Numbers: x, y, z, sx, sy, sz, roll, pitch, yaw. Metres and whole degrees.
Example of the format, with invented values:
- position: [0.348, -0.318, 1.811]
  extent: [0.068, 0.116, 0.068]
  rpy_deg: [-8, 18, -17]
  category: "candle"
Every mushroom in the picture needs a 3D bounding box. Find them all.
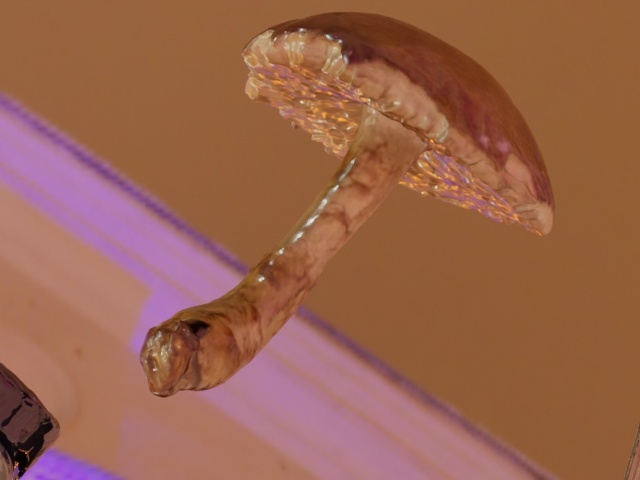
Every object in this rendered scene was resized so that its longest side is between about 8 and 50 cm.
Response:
- position: [-0.010, -0.032, 1.330]
  extent: [0.302, 0.208, 0.233]
  rpy_deg: [-27, -16, -6]
  category: "mushroom"

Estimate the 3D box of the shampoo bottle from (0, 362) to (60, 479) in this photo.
- position: [-0.324, 0.242, 1.390]
  extent: [0.078, 0.134, 0.359]
  rpy_deg: [37, -106, 16]
  category: "shampoo bottle"

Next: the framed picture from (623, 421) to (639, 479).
- position: [0.252, 0.328, 1.775]
  extent: [0.016, 0.216, 0.273]
  rpy_deg: [13, -61, 12]
  category: "framed picture"
